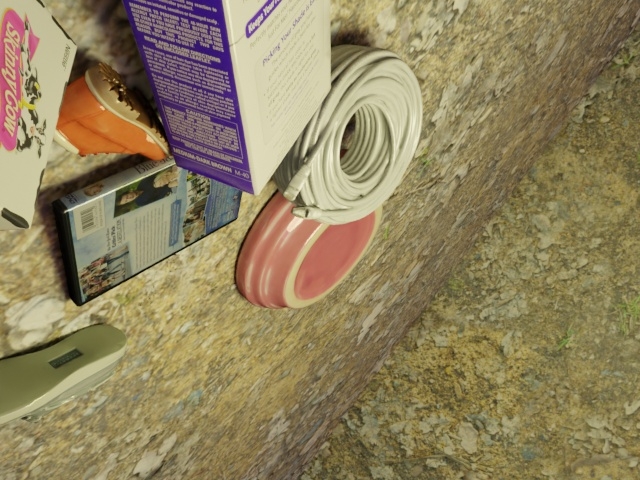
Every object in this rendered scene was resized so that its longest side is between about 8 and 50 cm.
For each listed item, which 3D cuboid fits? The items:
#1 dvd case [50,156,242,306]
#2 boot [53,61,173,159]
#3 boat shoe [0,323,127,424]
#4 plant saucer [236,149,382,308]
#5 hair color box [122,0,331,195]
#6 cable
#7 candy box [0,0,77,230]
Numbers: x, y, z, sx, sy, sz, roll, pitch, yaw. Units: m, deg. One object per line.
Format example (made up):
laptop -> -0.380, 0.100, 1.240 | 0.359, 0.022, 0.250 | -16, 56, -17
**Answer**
dvd case -> -0.192, -0.034, 0.703 | 0.253, 0.022, 0.180 | -33, 158, -35
boot -> -0.204, -0.109, 0.569 | 0.085, 0.059, 0.158 | -31, 163, 5
boat shoe -> -0.337, 0.180, 0.706 | 0.228, 0.079, 0.081 | -24, 141, -51
plant saucer -> 0.000, 0.000, 1.037 | 0.332, 0.084, 0.332 | -40, 155, -23
hair color box -> -0.072, -0.220, 0.505 | 0.338, 0.110, 0.185 | 91, 24, -56
cable -> 0.043, -0.146, 0.832 | 0.257, 0.089, 0.256 | 14, 101, -54
candy box -> -0.243, -0.117, 0.345 | 0.196, 0.070, 0.164 | 66, 24, -65
